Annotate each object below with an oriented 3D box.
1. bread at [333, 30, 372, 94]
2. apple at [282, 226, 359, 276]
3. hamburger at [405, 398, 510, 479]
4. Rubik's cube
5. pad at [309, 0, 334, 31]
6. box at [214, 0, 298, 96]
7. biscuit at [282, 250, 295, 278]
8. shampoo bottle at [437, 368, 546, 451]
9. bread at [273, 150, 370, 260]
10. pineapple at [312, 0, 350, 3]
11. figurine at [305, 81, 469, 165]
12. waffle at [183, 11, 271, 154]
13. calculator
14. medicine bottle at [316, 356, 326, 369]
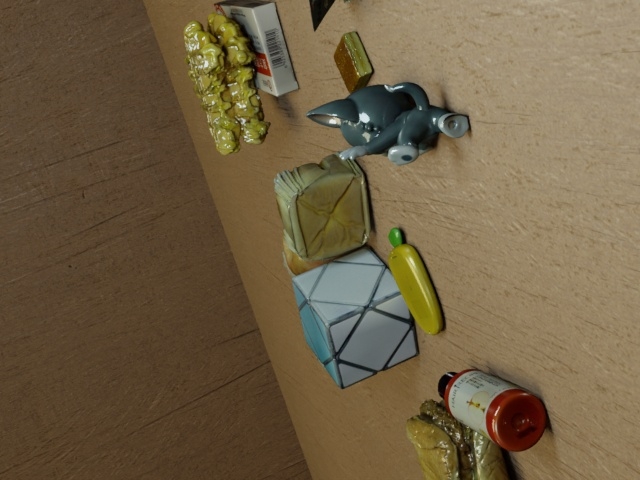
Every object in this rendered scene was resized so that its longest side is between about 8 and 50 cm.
[{"bbox_3d":[0.060,-0.335,1.714,0.094,0.035,0.090,127,121,-74],"label":"bread"},{"bbox_3d":[0.000,0.000,2.172,0.209,0.164,0.209,170,90,-73],"label":"apple"},{"bbox_3d":[0.287,0.458,1.842,0.283,0.145,0.259,68,170,-16],"label":"hamburger"},{"bbox_3d":[0.078,0.171,2.048,0.205,0.207,0.205,-129,23,-52],"label":"Rubik's cube"},{"bbox_3d":[-0.004,-0.506,1.550,0.170,0.006,0.245,-66,-28,-48],"label":"pad"},{"bbox_3d":[-0.164,-0.487,2.256,0.353,0.069,0.214,-139,31,-64],"label":"box"},{"bbox_3d":[0.044,0.158,2.279,0.426,0.144,0.078,55,159,40],"label":"biscuit"},{"bbox_3d":[0.294,0.294,1.644,0.104,0.104,0.278,71,165,-9],"label":"shampoo bottle"},{"bbox_3d":[0.004,-0.074,1.982,0.110,0.192,0.210,-128,21,-54],"label":"bread"},{"bbox_3d":[0.019,-0.501,1.413,0.277,0.119,0.130,77,-177,-52],"label":"pineapple"},{"bbox_3d":[0.113,-0.192,1.480,0.265,0.193,0.140,-8,102,63],"label":"figurine"},{"bbox_3d":[-0.231,-0.387,2.230,0.261,0.151,0.324,-121,20,-49],"label":"waffle"},{"bbox_3d":[0.189,0.085,1.861,0.235,0.032,0.146,66,165,3],"label":"calculator"},{"bbox_3d":[0.070,0.282,2.349,0.147,0.147,0.143,69,162,-2],"label":"medicine bottle"}]
